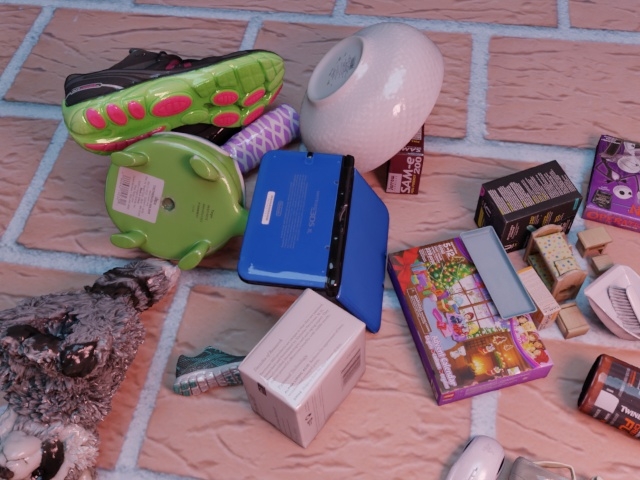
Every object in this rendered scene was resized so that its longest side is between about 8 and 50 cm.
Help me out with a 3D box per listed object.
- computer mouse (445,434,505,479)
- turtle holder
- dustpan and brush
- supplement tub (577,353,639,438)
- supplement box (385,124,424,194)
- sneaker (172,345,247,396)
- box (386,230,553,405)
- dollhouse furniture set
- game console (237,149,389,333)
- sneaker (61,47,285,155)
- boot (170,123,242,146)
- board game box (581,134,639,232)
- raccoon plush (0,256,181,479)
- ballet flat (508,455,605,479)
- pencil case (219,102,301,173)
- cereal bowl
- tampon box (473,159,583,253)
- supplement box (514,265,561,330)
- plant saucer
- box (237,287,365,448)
[{"bbox_3d":[0.226,0.382,1.078,0.106,0.042,0.193,26,61,21],"label":"computer mouse"},{"bbox_3d":[-0.234,-0.097,1.320,0.320,0.243,0.227,-10,17,12],"label":"turtle holder"},{"bbox_3d":[0.562,0.148,1.204,0.147,0.060,0.211,-25,87,-38],"label":"dustpan and brush"},{"bbox_3d":[0.523,0.266,1.103,0.198,0.106,0.106,23,60,19],"label":"supplement tub"},{"bbox_3d":[0.179,-0.229,1.453,0.073,0.130,0.239,4,56,5],"label":"supplement box"},{"bbox_3d":[-0.178,0.214,1.209,0.166,0.065,0.076,-10,51,-6],"label":"sneaker"},{"bbox_3d":[0.258,0.130,1.242,0.201,0.057,0.293,-13,55,-7],"label":"box"},{"bbox_3d":[0.486,0.058,1.252,0.161,0.101,0.182,-14,56,-7],"label":"dollhouse furniture set"},{"bbox_3d":[0.000,0.000,1.274,0.250,0.173,0.293,5,55,5],"label":"game console"},{"bbox_3d":[-0.287,-0.326,1.408,0.483,0.185,0.202,-17,59,-29],"label":"sneaker"},{"bbox_3d":[-0.325,-0.255,1.521,0.246,0.094,0.207,-34,63,-26],"label":"boot"},{"bbox_3d":[0.715,-0.088,1.376,0.347,0.056,0.208,16,62,14],"label":"board game box"},{"bbox_3d":[-0.365,0.240,1.177,0.216,0.299,0.446,16,24,31],"label":"raccoon plush"},{"bbox_3d":[0.397,0.381,1.053,0.213,0.072,0.068,15,53,14],"label":"ballet flat"},{"bbox_3d":[-0.131,-0.217,1.495,0.206,0.086,0.088,-37,26,-23],"label":"pencil case"},{"bbox_3d":[0.075,-0.307,1.399,0.339,0.141,0.339,-33,39,32],"label":"cereal bowl"},{"bbox_3d":[0.394,-0.061,1.329,0.161,0.120,0.101,-17,57,-9],"label":"tampon box"},{"bbox_3d":[0.386,0.105,1.249,0.036,0.062,0.098,-19,55,-11],"label":"supplement box"},{"bbox_3d":[0.316,0.058,1.245,0.067,0.018,0.192,-13,54,-9],"label":"plant saucer"},{"bbox_3d":[-0.023,0.210,1.128,0.119,0.181,0.182,31,63,23],"label":"box"}]
